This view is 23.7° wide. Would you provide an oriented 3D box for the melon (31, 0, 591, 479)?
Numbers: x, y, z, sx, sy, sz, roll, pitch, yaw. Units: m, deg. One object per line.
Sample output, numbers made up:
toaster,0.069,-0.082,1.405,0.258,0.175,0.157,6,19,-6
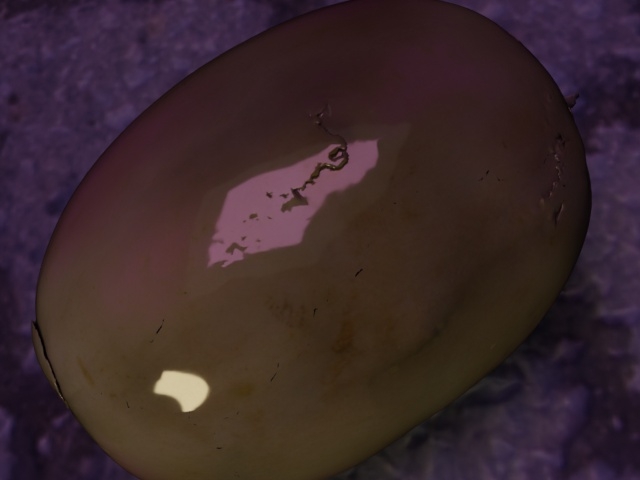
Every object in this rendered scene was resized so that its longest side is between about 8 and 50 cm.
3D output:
melon,0.000,0.000,0.810,0.317,0.223,0.223,-35,59,-7
